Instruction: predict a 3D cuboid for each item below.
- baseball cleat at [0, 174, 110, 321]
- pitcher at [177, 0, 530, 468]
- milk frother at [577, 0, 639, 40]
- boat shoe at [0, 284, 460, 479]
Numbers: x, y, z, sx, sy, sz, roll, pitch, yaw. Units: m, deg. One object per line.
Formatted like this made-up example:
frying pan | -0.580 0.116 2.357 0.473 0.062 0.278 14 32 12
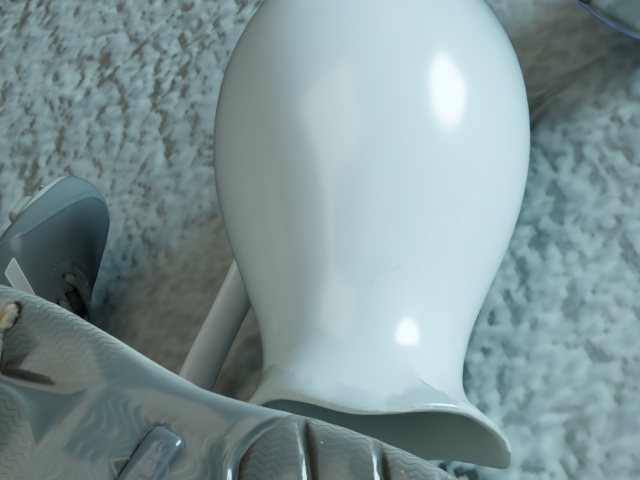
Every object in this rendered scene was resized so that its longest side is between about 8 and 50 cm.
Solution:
baseball cleat | -0.115 0.066 0.832 0.109 0.072 0.206 12 62 22
pitcher | 0.000 0.000 0.773 0.177 0.125 0.207 -22 54 39
milk frother | 0.187 -0.129 0.771 0.135 0.129 0.143 -48 62 43
boat shoe | -0.020 0.124 0.668 0.324 0.116 0.123 31 71 24
